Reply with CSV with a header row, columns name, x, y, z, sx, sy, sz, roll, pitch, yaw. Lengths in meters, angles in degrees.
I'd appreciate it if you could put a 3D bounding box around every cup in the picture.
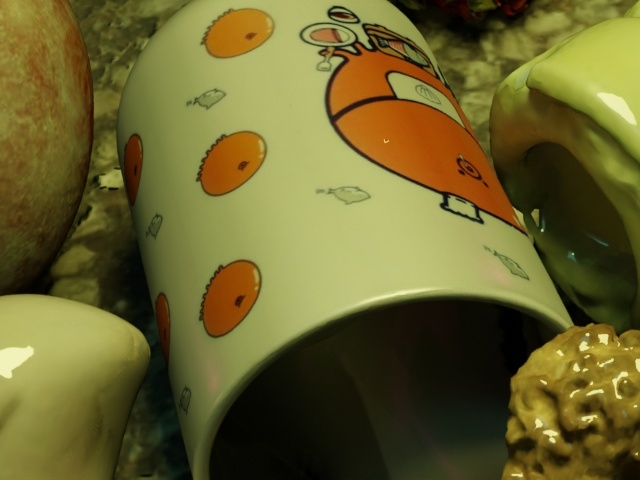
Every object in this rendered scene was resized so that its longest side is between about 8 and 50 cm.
name,x,y,z,sx,sy,sz,roll,pitch,yaw
cup,0.000,0.000,1.080,0.212,0.212,0.317,-18,45,-4

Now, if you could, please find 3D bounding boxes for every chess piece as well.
name,x,y,z,sx,sy,sz,roll,pitch,yaw
chess piece,0.311,-0.126,1.097,0.442,0.234,0.234,-32,48,-19

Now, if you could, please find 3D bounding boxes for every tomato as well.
name,x,y,z,sx,sy,sz,roll,pitch,yaw
tomato,-0.292,-0.078,1.151,0.316,0.317,0.282,0,18,13

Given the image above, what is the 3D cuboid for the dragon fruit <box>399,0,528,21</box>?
name,x,y,z,sx,sy,sz,roll,pitch,yaw
dragon fruit,0.093,-0.240,1.310,0.166,0.172,0.160,-20,46,-5

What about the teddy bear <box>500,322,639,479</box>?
name,x,y,z,sx,sy,sz,roll,pitch,yaw
teddy bear,0.193,0.195,0.841,0.222,0.246,0.296,1,75,38

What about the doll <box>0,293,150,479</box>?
name,x,y,z,sx,sy,sz,roll,pitch,yaw
doll,-0.142,0.157,0.982,0.221,0.221,0.251,14,79,25
